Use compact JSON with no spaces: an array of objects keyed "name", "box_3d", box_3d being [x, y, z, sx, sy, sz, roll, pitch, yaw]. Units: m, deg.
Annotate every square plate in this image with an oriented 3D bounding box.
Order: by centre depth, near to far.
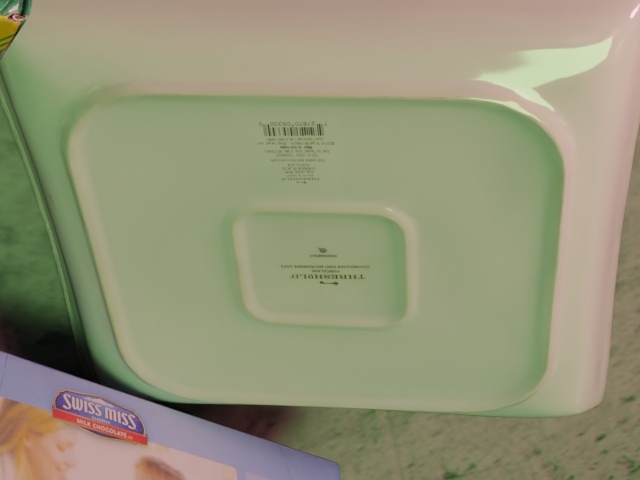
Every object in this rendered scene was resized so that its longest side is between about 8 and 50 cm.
[{"name":"square plate","box_3d":[0.000,0.000,0.770,0.347,0.049,0.344,1,138,6]}]

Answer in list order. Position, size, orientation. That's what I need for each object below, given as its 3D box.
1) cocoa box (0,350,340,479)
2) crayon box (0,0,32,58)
[{"name":"cocoa box","box_3d":[-0.171,0.242,0.868,0.347,0.231,0.228,25,135,-36]},{"name":"crayon box","box_3d":[-0.276,-0.122,0.561,0.278,0.081,0.165,8,163,-26]}]
